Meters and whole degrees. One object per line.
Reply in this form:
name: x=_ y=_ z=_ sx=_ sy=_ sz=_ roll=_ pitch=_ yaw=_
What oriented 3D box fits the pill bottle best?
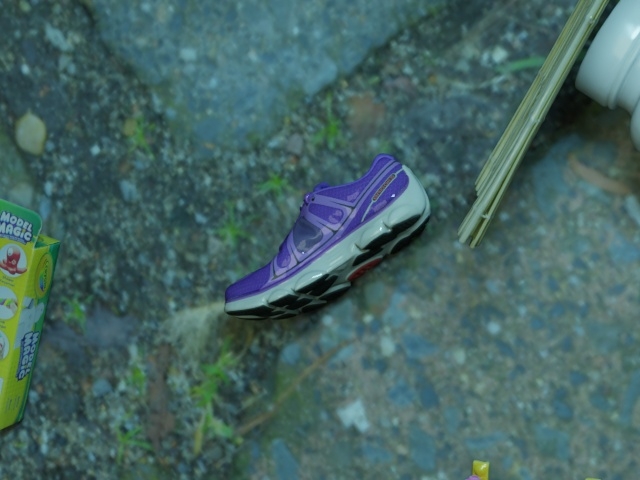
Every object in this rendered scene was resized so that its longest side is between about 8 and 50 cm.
pill bottle: x=0.259 y=-0.078 z=0.990 sx=0.193 sy=0.108 sz=0.108 roll=34 pitch=109 yaw=15

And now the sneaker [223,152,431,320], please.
sneaker: x=0.000 y=0.000 z=1.146 sx=0.170 sy=0.068 sz=0.071 roll=-35 pitch=69 yaw=15

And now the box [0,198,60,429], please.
box: x=-0.269 y=0.048 z=1.267 sx=0.105 sy=0.043 sz=0.179 roll=20 pitch=108 yaw=19

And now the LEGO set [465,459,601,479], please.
LEGO set: x=0.091 y=0.232 z=1.107 sx=0.287 sy=0.107 sz=0.132 roll=-18 pitch=90 yaw=24

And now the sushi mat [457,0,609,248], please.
sushi mat: x=0.168 y=-0.146 z=0.995 sx=0.019 sy=0.151 sz=0.316 roll=28 pitch=108 yaw=1
